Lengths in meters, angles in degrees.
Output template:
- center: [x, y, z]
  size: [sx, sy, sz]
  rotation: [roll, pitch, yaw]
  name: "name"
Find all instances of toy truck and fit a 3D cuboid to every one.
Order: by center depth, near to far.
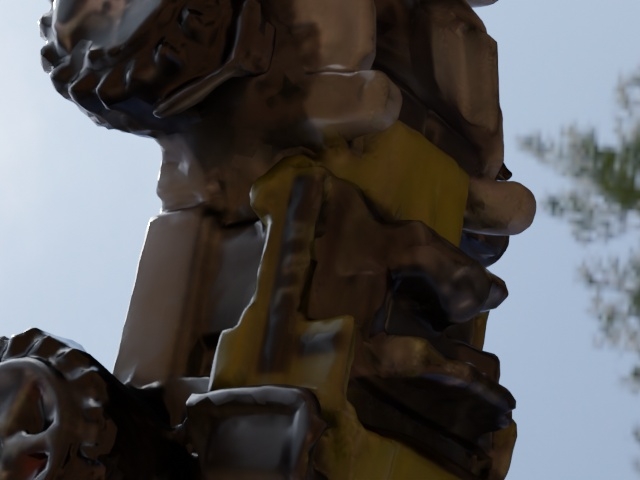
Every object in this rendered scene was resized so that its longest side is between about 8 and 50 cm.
- center: [0.000, 0.000, 0.446]
  size: [0.111, 0.136, 0.285]
  rotation: [-9, -119, 36]
  name: "toy truck"
